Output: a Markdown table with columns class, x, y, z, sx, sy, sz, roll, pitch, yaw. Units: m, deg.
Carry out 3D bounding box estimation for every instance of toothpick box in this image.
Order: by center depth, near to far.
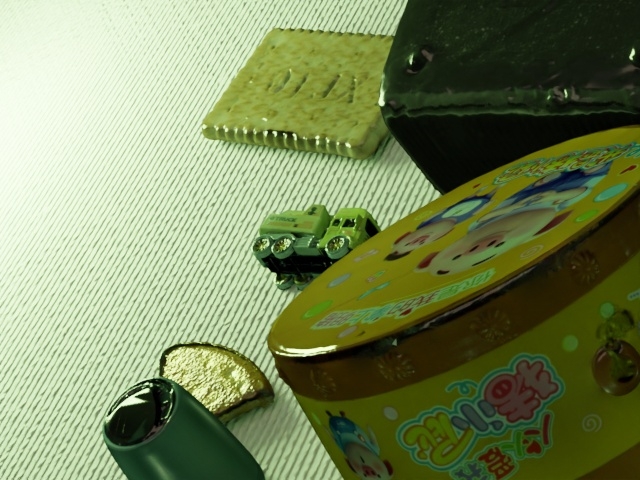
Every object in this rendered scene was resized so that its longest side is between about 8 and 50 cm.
| class | x | y | z | sx | sy | sz | roll | pitch | yaw |
| --- | --- | --- | --- | --- | --- | --- | --- | --- | --- |
| toothpick box | -0.148 | 0.232 | 1.607 | 0.120 | 0.184 | 0.120 | -20 | 41 | 18 |

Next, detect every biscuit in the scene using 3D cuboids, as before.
| class | x | y | z | sx | sy | sz | roll | pitch | yaw |
| --- | --- | --- | --- | --- | --- | --- | --- | --- | --- |
| biscuit | -0.003 | -0.204 | 2.084 | 0.324 | 0.044 | 0.217 | 10 | 56 | 42 |

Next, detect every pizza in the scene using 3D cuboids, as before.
| class | x | y | z | sx | sy | sz | roll | pitch | yaw |
| --- | --- | --- | --- | --- | --- | --- | --- | --- | --- |
| pizza | -0.141 | 0.196 | 1.763 | 0.184 | 0.036 | 0.176 | 6 | 54 | 37 |

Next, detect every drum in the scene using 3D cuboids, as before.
| class | x | y | z | sx | sy | sz | roll | pitch | yaw |
| --- | --- | --- | --- | --- | --- | --- | --- | --- | --- |
| drum | 0.176 | 0.083 | 1.393 | 0.431 | 0.214 | 0.431 | -29 | 11 | 6 |

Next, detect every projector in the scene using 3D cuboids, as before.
| class | x | y | z | sx | sy | sz | roll | pitch | yaw |
| --- | --- | --- | --- | --- | --- | --- | --- | --- | --- |
| projector | 0.310 | -0.252 | 1.716 | 0.395 | 0.242 | 0.405 | 4 | 62 | 36 |

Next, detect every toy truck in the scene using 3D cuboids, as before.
| class | x | y | z | sx | sy | sz | roll | pitch | yaw |
| --- | --- | --- | --- | --- | --- | --- | --- | --- | --- |
| toy truck | 0.000 | 0.000 | 1.838 | 0.169 | 0.077 | 0.100 | -1 | 50 | 36 |
